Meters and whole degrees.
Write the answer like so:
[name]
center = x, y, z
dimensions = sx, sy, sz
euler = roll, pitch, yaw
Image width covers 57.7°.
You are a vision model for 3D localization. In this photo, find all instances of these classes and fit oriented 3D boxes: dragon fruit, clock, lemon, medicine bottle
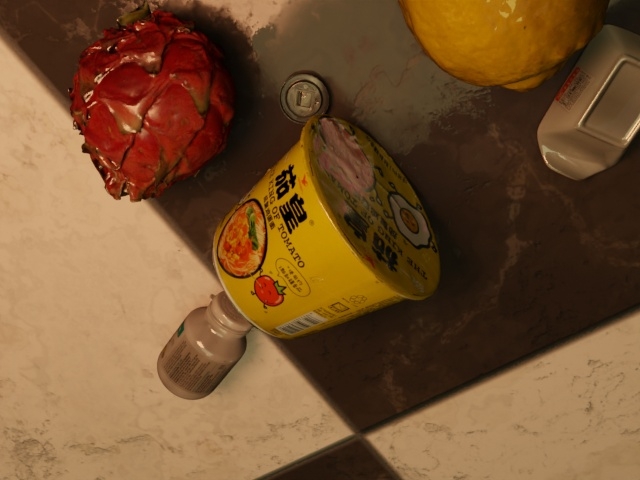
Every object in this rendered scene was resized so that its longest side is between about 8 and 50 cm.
[dragon fruit]
center = -0.257, -0.199, 0.894
dimensions = 0.244, 0.244, 0.299
euler = 24, 109, -7
[clock]
center = -0.027, -0.236, 0.965
dimensions = 0.085, 0.017, 0.085
euler = 2, 118, 4
[lemon]
center = 0.221, -0.354, 0.743
dimensions = 0.316, 0.285, 0.285
euler = 46, 114, 5
[medicine bottle]
center = -0.219, 0.202, 1.146
dimensions = 0.135, 0.135, 0.215
euler = 33, 116, -12

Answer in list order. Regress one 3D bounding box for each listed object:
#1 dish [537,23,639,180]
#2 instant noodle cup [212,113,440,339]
[dish]
center = 0.451, -0.199, 0.913
dimensions = 0.154, 0.064, 0.234
euler = 21, 119, -6
[instant noodle cup]
center = 0.000, 0.000, 0.937
dimensions = 0.254, 0.325, 0.325
euler = -34, 110, 30
